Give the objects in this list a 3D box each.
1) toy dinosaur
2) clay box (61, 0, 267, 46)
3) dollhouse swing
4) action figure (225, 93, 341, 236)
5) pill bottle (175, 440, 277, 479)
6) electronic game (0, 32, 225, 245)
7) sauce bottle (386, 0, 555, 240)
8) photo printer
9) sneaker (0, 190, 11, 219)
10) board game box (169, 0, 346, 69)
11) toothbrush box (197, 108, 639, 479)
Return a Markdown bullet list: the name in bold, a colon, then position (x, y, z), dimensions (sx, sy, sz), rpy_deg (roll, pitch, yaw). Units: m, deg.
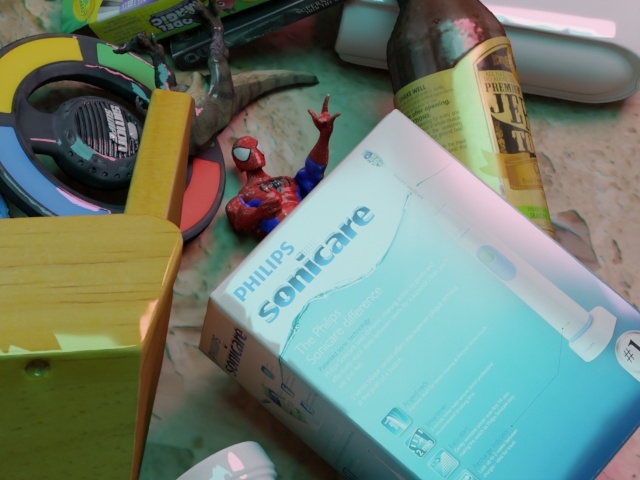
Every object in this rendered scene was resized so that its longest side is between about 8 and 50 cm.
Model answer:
- **toy dinosaur**: position (-0.103, -0.138, 1.573), dimensions (0.118, 0.064, 0.268), rpy_deg (59, 37, -7)
- **clay box**: position (-0.127, -0.251, 1.655), dimensions (0.222, 0.053, 0.127), rpy_deg (-17, 52, 20)
- **dollhouse swing**: position (-0.233, 0.083, 1.269), dimensions (0.315, 0.346, 0.305), rpy_deg (-2, 46, -12)
- **action figure**: position (0.000, 0.000, 1.499), dimensions (0.091, 0.139, 0.280), rpy_deg (-19, 58, -23)
- **pill bottle**: position (-0.011, 0.272, 1.280), dimensions (0.146, 0.146, 0.264), rpy_deg (-25, 67, -25)
- **electronic game**: position (-0.184, -0.083, 1.536), dimensions (0.229, 0.048, 0.229), rpy_deg (20, 45, -21)
- **sauce bottle**: position (0.116, -0.118, 1.553), dimensions (0.111, 0.111, 0.344), rpy_deg (-8, 78, -16)
- **photo printer**: position (0.176, -0.257, 1.729), dimensions (0.308, 0.107, 0.256), rpy_deg (10, 54, -3)
- **sneaker**: position (-0.278, 0.030, 1.463), dimensions (0.082, 0.069, 0.209), rpy_deg (-10, 57, -12)
- **board game box**: position (-0.054, -0.241, 1.662), dimensions (0.186, 0.026, 0.126), rpy_deg (-22, 53, 16)
- **toothbrush box**: position (0.088, 0.083, 1.371), dimensions (0.295, 0.126, 0.216), rpy_deg (40, 68, 8)
